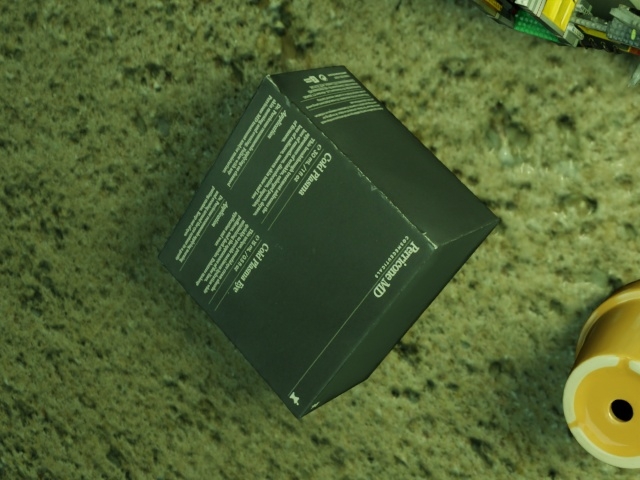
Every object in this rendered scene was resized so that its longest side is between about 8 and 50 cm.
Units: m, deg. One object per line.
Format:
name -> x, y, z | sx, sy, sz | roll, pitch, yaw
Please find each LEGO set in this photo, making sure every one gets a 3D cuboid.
LEGO set -> 0.282, -0.299, 1.022 | 0.331, 0.192, 0.255 | 35, 102, 29

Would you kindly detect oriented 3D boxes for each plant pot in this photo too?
plant pot -> 0.365, 0.160, 1.163 | 0.205, 0.188, 0.205 | 10, 107, 34

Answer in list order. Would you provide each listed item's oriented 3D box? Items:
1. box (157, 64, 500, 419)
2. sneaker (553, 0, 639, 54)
box -> 0.000, 0.000, 1.391 | 0.312, 0.179, 0.343 | 48, 124, 17
sneaker -> 0.333, -0.228, 1.162 | 0.118, 0.083, 0.222 | -47, 64, 39
